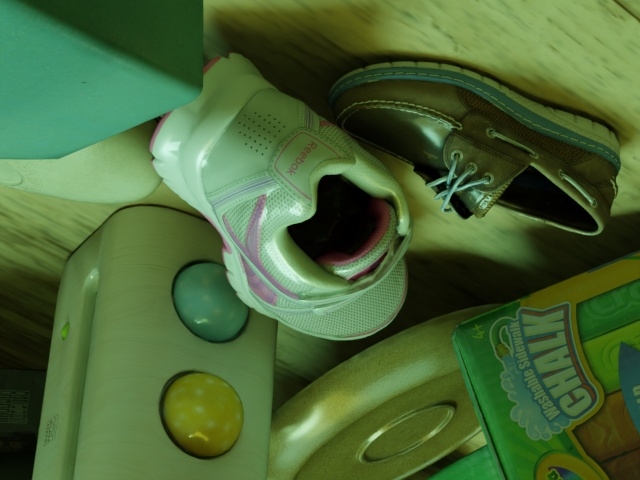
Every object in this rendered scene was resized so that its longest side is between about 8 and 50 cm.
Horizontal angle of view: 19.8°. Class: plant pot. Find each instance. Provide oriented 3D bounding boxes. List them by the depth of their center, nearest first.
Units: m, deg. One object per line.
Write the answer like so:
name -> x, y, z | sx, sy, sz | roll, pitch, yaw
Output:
plant pot -> -0.168, -0.134, 0.839 | 0.165, 0.165, 0.234 | -20, 149, 34
plant pot -> 0.054, 0.123, 1.275 | 0.236, 0.032, 0.236 | -25, 157, -11

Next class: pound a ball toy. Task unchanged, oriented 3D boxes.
pound a ball toy -> -0.131, 0.132, 1.132 | 0.208, 0.319, 0.136 | 21, 145, -27

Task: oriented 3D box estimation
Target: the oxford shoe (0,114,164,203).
oxford shoe -> -0.265, -0.062, 0.979 | 0.397, 0.146, 0.140 | 12, 146, -16

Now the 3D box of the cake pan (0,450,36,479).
cake pan -> -0.251, 0.192, 1.276 | 0.293, 0.054, 0.293 | -4, -178, 0

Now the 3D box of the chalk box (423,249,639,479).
chalk box -> 0.197, 0.133, 1.162 | 0.289, 0.180, 0.179 | -23, 146, 4

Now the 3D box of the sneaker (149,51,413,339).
sneaker -> 0.000, 0.000, 1.060 | 0.111, 0.103, 0.252 | 34, 172, 34

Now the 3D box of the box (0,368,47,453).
box -> -0.320, 0.163, 1.467 | 0.231, 0.056, 0.183 | 2, 148, 3

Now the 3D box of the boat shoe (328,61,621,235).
boat shoe -> 0.091, -0.049, 1.047 | 0.183, 0.066, 0.066 | 13, 149, -16
